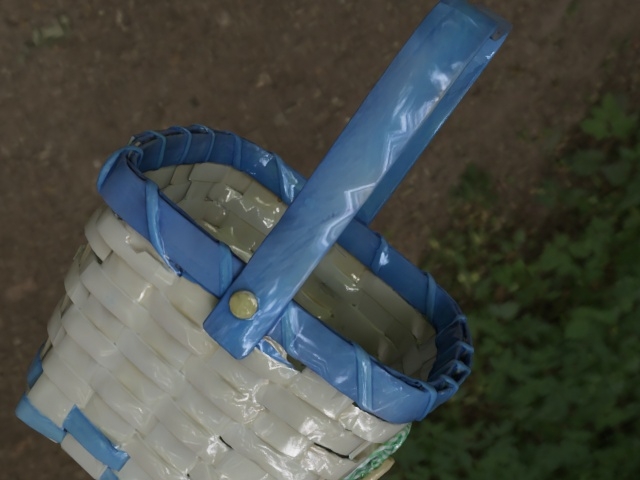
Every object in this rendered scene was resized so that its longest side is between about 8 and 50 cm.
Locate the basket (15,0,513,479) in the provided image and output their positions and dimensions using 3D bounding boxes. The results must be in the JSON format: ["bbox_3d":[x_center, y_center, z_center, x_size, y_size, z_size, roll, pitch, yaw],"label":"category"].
[{"bbox_3d":[0.000,0.000,0.554,0.289,0.201,0.255,-58,174,17],"label":"basket"}]
